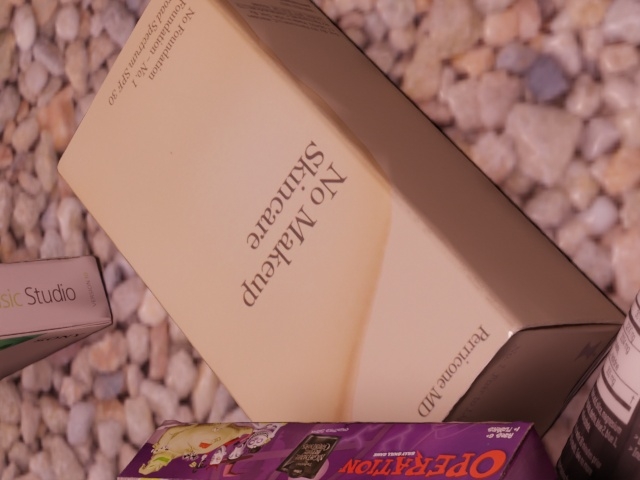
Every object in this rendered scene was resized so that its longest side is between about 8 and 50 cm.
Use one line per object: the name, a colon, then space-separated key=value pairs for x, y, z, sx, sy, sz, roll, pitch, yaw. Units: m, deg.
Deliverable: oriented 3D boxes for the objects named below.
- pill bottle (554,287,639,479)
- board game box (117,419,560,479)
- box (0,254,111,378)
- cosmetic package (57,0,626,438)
pill bottle: x=0.191 y=0.066 z=0.673 sx=0.130 sy=0.130 sz=0.245 roll=35 pitch=110 yaw=36
board game box: x=0.067 y=0.226 z=0.700 sx=0.208 sy=0.056 sz=0.346 roll=-9 pitch=120 yaw=37
box: x=-0.331 y=0.094 z=1.049 sx=0.322 sy=0.232 sz=0.058 roll=-28 pitch=76 yaw=37
cosmetic package: x=0.000 y=0.000 z=0.851 sx=0.309 sy=0.113 sz=0.160 roll=48 pitch=118 yaw=32
